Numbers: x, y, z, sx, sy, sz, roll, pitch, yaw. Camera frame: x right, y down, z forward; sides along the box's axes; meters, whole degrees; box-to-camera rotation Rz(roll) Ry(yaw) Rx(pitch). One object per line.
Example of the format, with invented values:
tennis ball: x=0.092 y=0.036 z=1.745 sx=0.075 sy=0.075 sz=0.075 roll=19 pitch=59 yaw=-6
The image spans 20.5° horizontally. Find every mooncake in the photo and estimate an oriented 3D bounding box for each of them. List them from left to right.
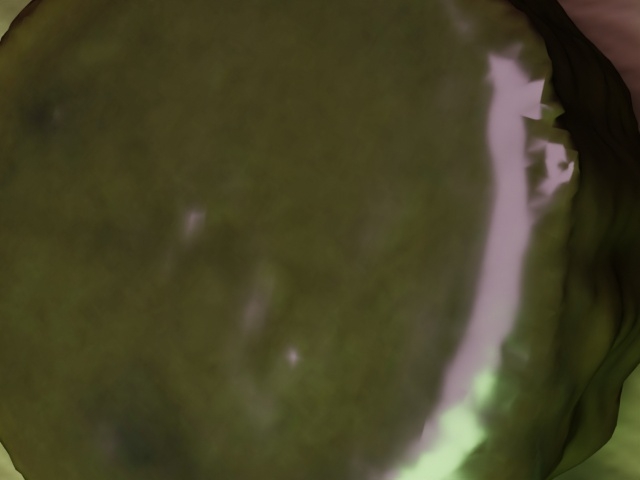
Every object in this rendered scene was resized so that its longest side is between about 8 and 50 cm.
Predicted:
mooncake: x=-0.001 y=0.001 z=0.820 sx=0.324 sy=0.187 sz=0.324 roll=-2 pitch=86 yaw=26
